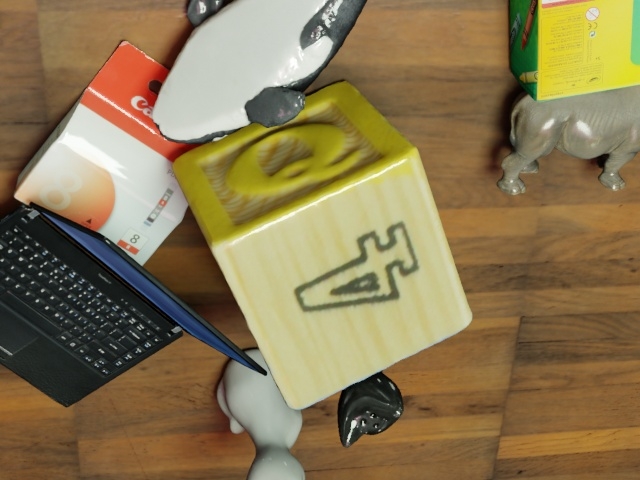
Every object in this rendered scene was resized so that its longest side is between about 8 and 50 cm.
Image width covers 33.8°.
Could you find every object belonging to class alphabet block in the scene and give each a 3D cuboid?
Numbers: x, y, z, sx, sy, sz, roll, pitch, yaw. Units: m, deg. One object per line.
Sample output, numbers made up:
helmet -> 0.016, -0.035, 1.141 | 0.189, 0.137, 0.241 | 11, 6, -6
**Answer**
alphabet block -> 0.000, 0.000, 0.972 | 0.193, 0.192, 0.197 | -27, 122, -7

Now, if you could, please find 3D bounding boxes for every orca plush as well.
orca plush -> -0.029, -0.194, 0.943 | 0.151, 0.102, 0.287 | 37, 103, 20

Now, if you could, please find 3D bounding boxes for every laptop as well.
laptop -> -0.226, 0.088, 1.003 | 0.264, 0.137, 0.234 | -32, 129, 15

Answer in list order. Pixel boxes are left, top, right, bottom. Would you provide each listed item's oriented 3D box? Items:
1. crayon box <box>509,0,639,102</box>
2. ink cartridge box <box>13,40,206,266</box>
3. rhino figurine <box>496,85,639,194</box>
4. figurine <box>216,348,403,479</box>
crayon box -> 0.316, -0.237, 0.959 | 0.278, 0.081, 0.165 | -10, 123, -4
ink cartridge box -> -0.178, -0.075, 0.994 | 0.145, 0.045, 0.179 | 33, 113, -26
rhino figurine -> 0.293, -0.109, 1.039 | 0.243, 0.073, 0.106 | -4, 125, -9
figurine -> -0.011, 0.165, 1.071 | 0.215, 0.209, 0.092 | -43, 119, 16
